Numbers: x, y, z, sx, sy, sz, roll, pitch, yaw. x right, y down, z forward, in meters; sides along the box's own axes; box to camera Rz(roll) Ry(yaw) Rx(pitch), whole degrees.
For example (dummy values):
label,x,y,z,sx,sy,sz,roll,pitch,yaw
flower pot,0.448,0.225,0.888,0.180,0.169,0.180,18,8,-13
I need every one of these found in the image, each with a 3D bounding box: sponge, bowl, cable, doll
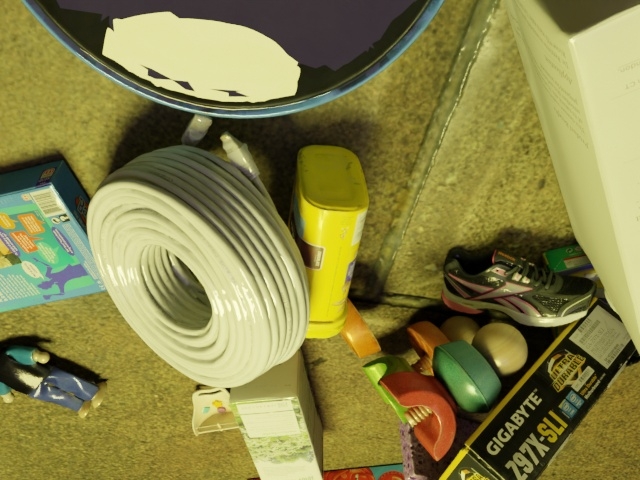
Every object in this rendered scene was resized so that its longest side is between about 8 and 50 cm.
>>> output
label,x,y,z,sx,sy,sz,roll,pitch,yaw
sponge,0.221,0.336,0.939,0.210,0.117,0.031,20,132,-18
bowl,-0.066,-0.265,0.435,0.391,0.077,0.391,-1,131,-1
cable,-0.126,0.033,0.609,0.257,0.089,0.257,-26,100,46
doll,-0.404,0.192,0.839,0.129,0.046,0.189,-38,123,25

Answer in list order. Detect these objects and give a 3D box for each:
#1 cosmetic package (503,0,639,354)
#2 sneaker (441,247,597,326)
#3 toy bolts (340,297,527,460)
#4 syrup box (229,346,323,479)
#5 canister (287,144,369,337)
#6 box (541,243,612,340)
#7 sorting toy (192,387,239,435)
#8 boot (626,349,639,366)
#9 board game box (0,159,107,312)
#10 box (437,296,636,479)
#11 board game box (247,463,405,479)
label,x,y,z,sx,sy,sz,roll,pitch,yaw
cosmetic package,0.290,-0.084,0.516,0.156,0.217,0.385,-23,130,17
sneaker,0.224,0.048,0.698,0.178,0.072,0.077,1,125,25
toy bolts,0.129,0.119,0.715,0.158,0.228,0.218,-35,105,-7
syrup box,-0.057,0.262,0.879,0.093,0.096,0.237,-6,131,6
canister,0.000,0.000,0.636,0.073,0.126,0.170,3,129,-9
box,0.348,0.077,0.770,0.105,0.043,0.179,-15,131,11
sorting toy,-0.157,0.250,0.905,0.083,0.045,0.075,-10,123,7
boot,0.368,0.165,0.814,0.121,0.045,0.099,-20,166,7
board game box,-0.351,0.006,0.678,0.210,0.047,0.160,-11,131,7
box,0.244,0.248,0.753,0.079,0.257,0.322,39,151,22
board game box,0.023,0.540,0.986,0.302,0.308,0.086,-8,129,4
